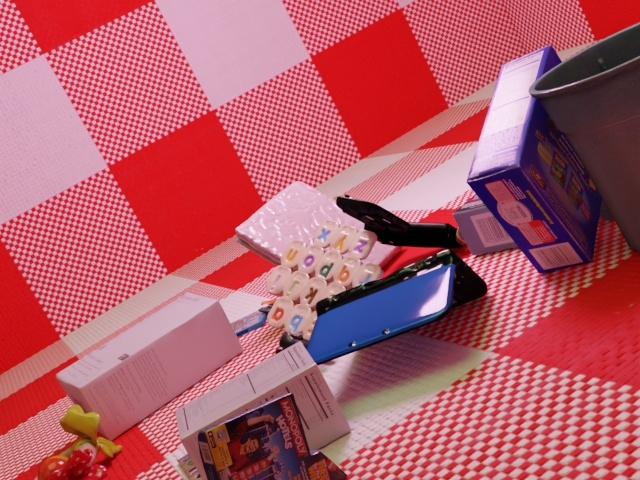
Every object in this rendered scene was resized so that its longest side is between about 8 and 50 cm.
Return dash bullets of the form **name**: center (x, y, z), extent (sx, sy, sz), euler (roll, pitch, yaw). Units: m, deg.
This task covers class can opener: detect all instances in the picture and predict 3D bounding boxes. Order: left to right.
- **can opener**: center (-0.029, 0.223, 1.900), extent (0.059, 0.073, 0.186), euler (12, -10, -34)

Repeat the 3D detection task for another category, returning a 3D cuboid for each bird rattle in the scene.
- **bird rattle**: center (-0.505, 0.471, 1.882), extent (0.207, 0.143, 0.253), euler (-37, 22, 14)

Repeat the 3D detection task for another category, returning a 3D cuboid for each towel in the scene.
- **towel**: center (0.000, 0.000, 2.284), extent (0.317, 0.331, 0.053), euler (-42, -21, -48)

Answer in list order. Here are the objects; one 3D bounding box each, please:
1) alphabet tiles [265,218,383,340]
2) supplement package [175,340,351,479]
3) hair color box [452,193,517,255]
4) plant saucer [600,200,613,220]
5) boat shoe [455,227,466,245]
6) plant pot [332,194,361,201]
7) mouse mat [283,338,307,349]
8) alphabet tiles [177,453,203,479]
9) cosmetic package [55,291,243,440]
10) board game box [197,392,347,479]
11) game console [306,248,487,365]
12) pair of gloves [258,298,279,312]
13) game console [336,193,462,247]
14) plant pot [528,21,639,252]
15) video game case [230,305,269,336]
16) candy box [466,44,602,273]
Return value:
- **alphabet tiles**: center (0.004, 0.088, 2.054), extent (0.284, 0.021, 0.278), euler (17, 72, 42)
- **supplement package**: center (-0.096, 0.294, 1.519), extent (0.244, 0.134, 0.139), euler (-28, 15, -5)
- **hair color box**: center (0.477, -0.114, 2.048), extent (0.185, 0.114, 0.374), euler (-14, 17, 49)
- **plant saucer**: center (0.505, -0.095, 1.853), extent (0.192, 0.018, 0.067), euler (27, 45, 27)
- **boat shoe**: center (0.366, -0.032, 2.113), extent (0.178, 0.064, 0.060), euler (-35, -18, -37)
- **plant pot**: center (0.079, -0.056, 2.752), extent (0.134, 0.134, 0.095), euler (-15, 43, 49)
- **mouse mat**: center (-0.012, 0.223, 1.989), extent (0.152, 0.007, 0.189), euler (-31, 12, -15)
- **alphabet tiles**: center (-0.138, 0.359, 1.676), extent (0.237, 0.009, 0.198), euler (-31, 11, -15)
- **cosmetic package**: center (-0.403, 0.290, 2.213), extent (0.385, 0.156, 0.217), euler (-35, 18, -26)
- **board game box**: center (-0.065, 0.322, 1.312), extent (0.194, 0.194, 0.060), euler (-18, 5, -34)
- **game console**: center (0.143, 0.152, 1.682), extent (0.293, 0.250, 0.173), euler (-23, 54, 24)
- **pair of gloves**: center (-0.122, 0.170, 2.426), extent (0.074, 0.010, 0.083), euler (-8, 16, 9)
- **game console**: center (0.168, -0.038, 2.063), extent (0.213, 0.044, 0.361), euler (2, -11, 31)
- **plant pot**: center (0.570, -0.176, 1.540), extent (0.341, 0.334, 0.341), euler (-27, 12, 6)
- **video game case**: center (-0.212, 0.227, 2.419), extent (0.166, 0.015, 0.119), euler (-25, 11, 12)
- **candy box**: center (0.412, -0.149, 1.708), extent (0.122, 0.268, 0.317), euler (-14, 41, 41)
